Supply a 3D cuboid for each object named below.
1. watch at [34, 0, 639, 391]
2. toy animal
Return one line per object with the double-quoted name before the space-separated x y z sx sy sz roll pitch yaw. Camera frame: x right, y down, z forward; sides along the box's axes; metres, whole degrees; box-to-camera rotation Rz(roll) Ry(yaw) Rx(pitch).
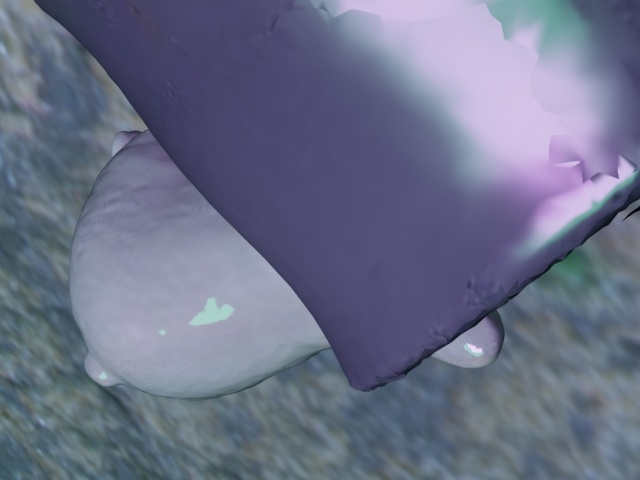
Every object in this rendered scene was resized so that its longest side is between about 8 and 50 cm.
"watch" 0.092 -0.129 0.545 0.314 0.327 0.335 49 142 0
"toy animal" 0.001 -0.007 0.908 0.282 0.138 0.140 -21 114 43
